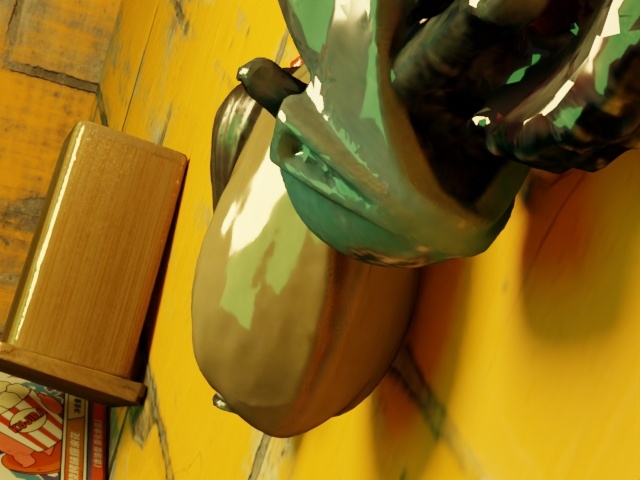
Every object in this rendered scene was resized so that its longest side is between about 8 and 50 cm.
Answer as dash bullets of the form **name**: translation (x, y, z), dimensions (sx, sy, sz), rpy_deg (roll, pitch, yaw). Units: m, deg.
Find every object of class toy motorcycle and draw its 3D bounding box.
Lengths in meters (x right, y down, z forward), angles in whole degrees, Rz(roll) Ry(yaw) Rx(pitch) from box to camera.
- **toy motorcycle**: translation (0.043, -0.150, 0.576), dimensions (0.232, 0.172, 0.416), rpy_deg (-56, 34, 34)

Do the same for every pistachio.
- **pistachio**: translation (0.000, 0.000, 0.674), dimensions (0.136, 0.135, 0.226), rpy_deg (-178, 105, -72)

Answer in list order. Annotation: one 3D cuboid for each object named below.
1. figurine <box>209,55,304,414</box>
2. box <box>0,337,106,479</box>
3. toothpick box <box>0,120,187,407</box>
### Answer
- **figurine**: translation (-0.031, -0.006, 0.818), dimensions (0.138, 0.110, 0.246), rpy_deg (-92, 13, -72)
- **box**: translation (-0.456, 0.324, 1.521), dimensions (0.349, 0.318, 0.257), rpy_deg (-105, 33, -58)
- **toothpick box**: translation (-0.282, 0.030, 1.457), dimensions (0.187, 0.190, 0.308), rpy_deg (154, 133, -68)
